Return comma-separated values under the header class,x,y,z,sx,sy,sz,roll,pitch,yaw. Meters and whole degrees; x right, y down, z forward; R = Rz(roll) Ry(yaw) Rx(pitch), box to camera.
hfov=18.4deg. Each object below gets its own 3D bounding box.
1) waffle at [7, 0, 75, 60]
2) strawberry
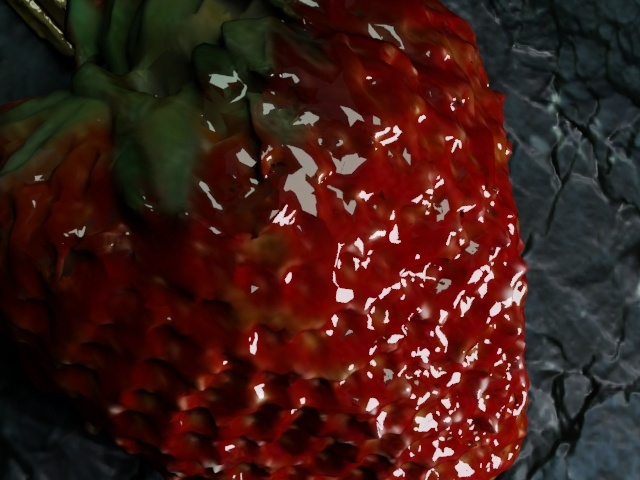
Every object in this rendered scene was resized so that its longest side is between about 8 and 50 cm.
class,x,y,z,sx,sy,sz,roll,pitch,yaw
waffle,-0.124,-0.182,1.145,0.148,0.042,0.102,-41,90,-30
strawberry,0.000,0.000,1.026,0.351,0.267,0.312,50,50,-29
